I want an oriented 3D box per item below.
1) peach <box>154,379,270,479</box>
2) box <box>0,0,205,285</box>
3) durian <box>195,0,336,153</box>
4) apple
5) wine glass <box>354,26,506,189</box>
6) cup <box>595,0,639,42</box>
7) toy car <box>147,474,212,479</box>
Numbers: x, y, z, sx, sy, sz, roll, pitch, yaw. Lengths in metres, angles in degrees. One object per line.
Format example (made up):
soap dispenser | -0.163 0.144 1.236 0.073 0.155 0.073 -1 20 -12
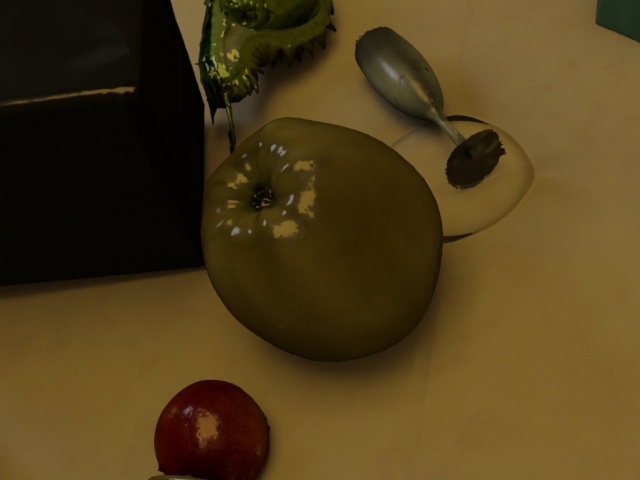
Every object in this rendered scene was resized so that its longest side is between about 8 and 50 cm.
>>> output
peach | -0.087 0.149 0.666 0.098 0.061 0.098 -6 47 6
box | -0.282 -0.106 0.764 0.344 0.251 0.205 -5 58 4
durian | -0.056 -0.254 0.932 0.106 0.132 0.375 -20 42 33
apple | 0.000 0.000 0.681 0.199 0.200 0.200 -8 52 11
wine glass | 0.097 -0.134 0.828 0.066 0.066 0.198 -28 49 -5
cup | 0.317 -0.311 0.783 0.148 0.236 0.134 -22 50 3
toy car | -0.103 0.283 0.547 0.124 0.101 0.257 6 54 26
